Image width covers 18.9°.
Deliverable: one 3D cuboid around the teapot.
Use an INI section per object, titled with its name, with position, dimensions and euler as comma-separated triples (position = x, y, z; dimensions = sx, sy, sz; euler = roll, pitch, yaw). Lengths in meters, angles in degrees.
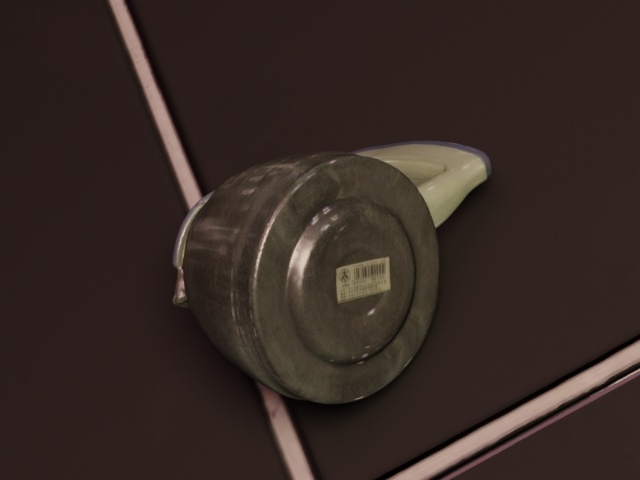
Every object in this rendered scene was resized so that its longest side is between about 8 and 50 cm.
[teapot]
position = -0.007, -0.003, 0.879
dimensions = 0.108, 0.111, 0.149
euler = 11, 69, 49
